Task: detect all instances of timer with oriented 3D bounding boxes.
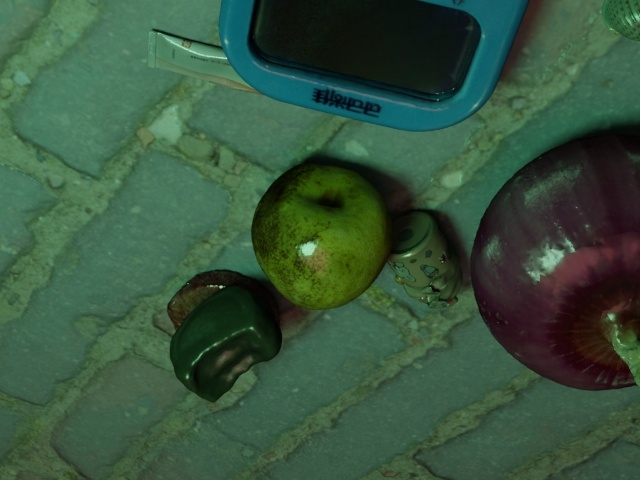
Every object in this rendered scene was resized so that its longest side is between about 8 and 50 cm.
[{"bbox_3d":[0.059,-0.283,1.195,0.340,0.115,0.309,13,133,-3],"label":"timer"}]

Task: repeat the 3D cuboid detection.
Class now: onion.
[{"bbox_3d":[0.376,0.039,1.325,0.358,0.345,0.358,0,100,1],"label":"onion"}]

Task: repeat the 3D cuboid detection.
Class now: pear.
[{"bbox_3d":[0.000,0.000,1.421,0.197,0.197,0.197,5,133,5],"label":"pear"}]

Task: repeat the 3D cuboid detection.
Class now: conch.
[{"bbox_3d":[0.370,-0.265,1.205,0.085,0.056,0.076,-28,110,30],"label":"conch"}]

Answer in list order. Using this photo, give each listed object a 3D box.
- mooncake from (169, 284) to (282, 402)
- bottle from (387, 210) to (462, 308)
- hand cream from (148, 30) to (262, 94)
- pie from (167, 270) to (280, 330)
[{"bbox_3d":[-0.138,0.156,1.545,0.175,0.168,0.104,-19,123,37],"label":"mooncake"},{"bbox_3d":[0.155,0.039,1.497,0.099,0.099,0.152,-16,130,22],"label":"bottle"},{"bbox_3d":[-0.120,-0.220,1.343,0.216,0.038,0.052,16,109,2],"label":"hand cream"},{"bbox_3d":[-0.154,0.122,1.656,0.182,0.049,0.182,3,133,3],"label":"pie"}]
